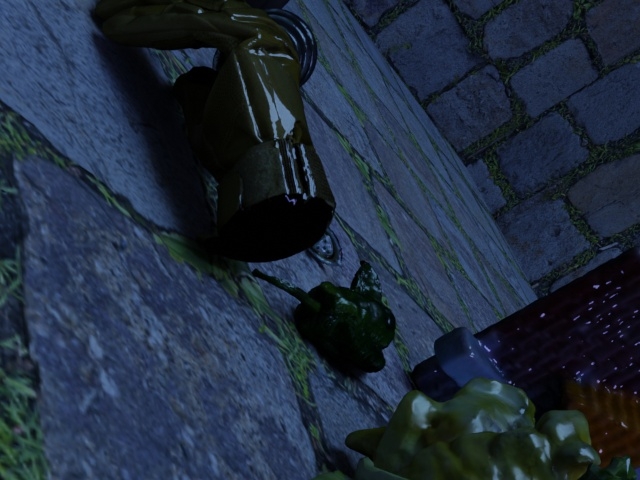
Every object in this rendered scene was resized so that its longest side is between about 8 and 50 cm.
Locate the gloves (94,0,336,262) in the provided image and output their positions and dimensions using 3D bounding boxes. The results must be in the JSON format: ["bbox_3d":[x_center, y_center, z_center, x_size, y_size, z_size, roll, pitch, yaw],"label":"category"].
[{"bbox_3d":[-0.082,-0.135,0.818,0.154,0.141,0.331,32,29,-58],"label":"gloves"}]

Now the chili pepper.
[{"bbox_3d":[0.031,0.072,0.926,0.122,0.065,0.279,52,10,14],"label":"chili pepper"}]

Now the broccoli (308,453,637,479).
[{"bbox_3d":[0.097,0.248,0.492,0.375,0.302,0.249,-4,83,-44],"label":"broccoli"}]

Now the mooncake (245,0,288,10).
[{"bbox_3d":[-0.131,-0.418,1.297,0.245,0.133,0.245,43,19,-19],"label":"mooncake"}]

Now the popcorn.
[{"bbox_3d":[0.121,0.198,0.737,0.187,0.186,0.167,-132,-136,-67],"label":"popcorn"}]

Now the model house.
[{"bbox_3d":[0.328,0.177,1.094,0.339,0.360,0.297,45,26,-28],"label":"model house"}]

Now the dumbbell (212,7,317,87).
[{"bbox_3d":[-0.074,-0.216,1.121,0.110,0.110,0.254,56,19,-9],"label":"dumbbell"}]

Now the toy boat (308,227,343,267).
[{"bbox_3d":[0.000,0.000,1.023,0.083,0.038,0.038,50,16,-28],"label":"toy boat"}]
